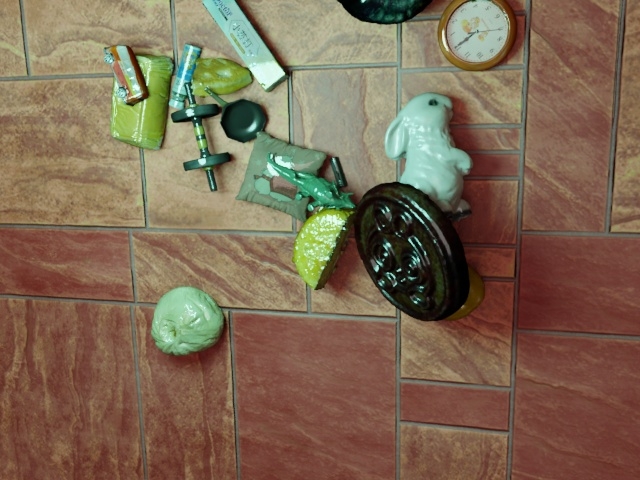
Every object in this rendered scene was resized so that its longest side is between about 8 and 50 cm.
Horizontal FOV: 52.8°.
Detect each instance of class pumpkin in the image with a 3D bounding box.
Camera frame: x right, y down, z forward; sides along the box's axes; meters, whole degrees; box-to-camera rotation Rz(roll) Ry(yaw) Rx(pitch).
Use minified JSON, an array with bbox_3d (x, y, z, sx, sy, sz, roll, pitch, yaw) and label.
[{"bbox_3d":[0.170,-0.712,1.643,0.314,0.238,0.316,-2,117,-3],"label":"pumpkin"}]

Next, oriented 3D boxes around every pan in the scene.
[{"bbox_3d":[-0.243,-0.385,1.877,0.128,0.048,0.202,-26,125,-4],"label":"pan"}]

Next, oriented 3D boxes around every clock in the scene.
[{"bbox_3d":[0.413,-0.552,1.705,0.205,0.051,0.206,3,104,13],"label":"clock"}]

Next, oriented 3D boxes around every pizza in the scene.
[{"bbox_3d":[-0.313,-0.479,1.881,0.161,0.182,0.063,47,150,19],"label":"pizza"}]

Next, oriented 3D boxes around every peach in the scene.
[{"bbox_3d":[0.375,0.139,1.837,0.179,0.103,0.179,3,100,16],"label":"peach"}]

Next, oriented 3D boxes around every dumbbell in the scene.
[{"bbox_3d":[-0.354,-0.305,1.910,0.143,0.143,0.326,-10,99,16],"label":"dumbbell"}]

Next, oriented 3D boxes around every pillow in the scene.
[{"bbox_3d":[-0.117,-0.187,1.904,0.236,0.084,0.224,19,105,9],"label":"pillow"}]

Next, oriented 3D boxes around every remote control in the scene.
[{"bbox_3d":[0.051,-0.200,1.894,0.034,0.016,0.091,-16,97,22],"label":"remote control"}]

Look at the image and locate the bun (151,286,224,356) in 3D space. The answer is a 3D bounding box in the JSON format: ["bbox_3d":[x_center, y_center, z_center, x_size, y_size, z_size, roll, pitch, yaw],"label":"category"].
[{"bbox_3d":[-0.427,0.270,2.052,0.243,0.153,0.244,3,106,11],"label":"bun"}]

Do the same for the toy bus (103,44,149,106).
[{"bbox_3d":[-0.553,-0.477,1.843,0.077,0.079,0.174,-18,95,7],"label":"toy bus"}]

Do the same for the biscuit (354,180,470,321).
[{"bbox_3d":[0.227,0.037,1.725,0.091,0.407,0.408,-26,96,-24],"label":"biscuit"}]

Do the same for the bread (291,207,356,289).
[{"bbox_3d":[-0.001,0.003,1.879,0.147,0.160,0.261,28,109,12],"label":"bread"}]

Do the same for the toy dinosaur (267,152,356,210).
[{"bbox_3d":[-0.035,-0.149,1.802,0.291,0.120,0.079,22,120,2],"label":"toy dinosaur"}]

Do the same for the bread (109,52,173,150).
[{"bbox_3d":[-0.541,-0.421,1.947,0.152,0.119,0.289,14,104,15],"label":"bread"}]

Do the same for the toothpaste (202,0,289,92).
[{"bbox_3d":[-0.214,-0.579,1.857,0.089,0.071,0.313,-35,91,15],"label":"toothpaste"}]

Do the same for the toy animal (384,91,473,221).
[{"bbox_3d":[0.282,-0.216,1.756,0.257,0.193,0.358,-14,85,27],"label":"toy animal"}]

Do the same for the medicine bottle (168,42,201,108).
[{"bbox_3d":[-0.407,-0.492,1.933,0.051,0.051,0.191,23,107,9],"label":"medicine bottle"}]
